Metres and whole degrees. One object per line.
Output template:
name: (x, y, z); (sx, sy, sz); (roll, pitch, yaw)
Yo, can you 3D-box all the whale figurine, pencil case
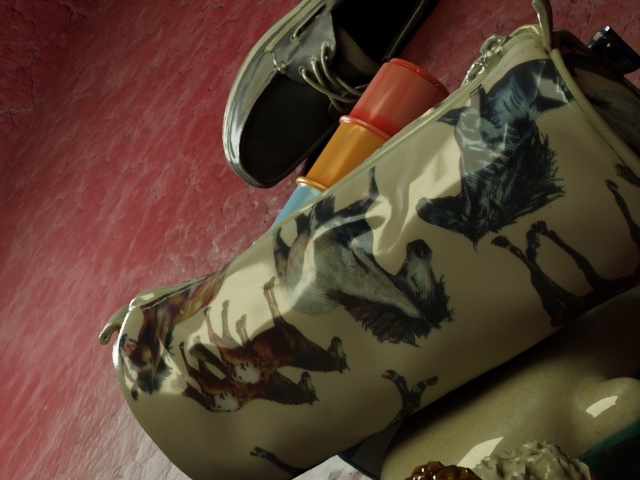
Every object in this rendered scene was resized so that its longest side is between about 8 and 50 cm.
whale figurine: (0.171, 0.127, 1.008); (0.272, 0.141, 0.216); (-39, 9, -22)
pencil case: (0.043, 0.019, 0.993); (0.410, 0.183, 0.160); (-34, -2, 24)

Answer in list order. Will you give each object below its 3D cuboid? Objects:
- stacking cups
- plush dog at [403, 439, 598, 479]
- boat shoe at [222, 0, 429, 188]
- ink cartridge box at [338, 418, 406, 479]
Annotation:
stacking cups: (0.000, 0.000, 1.198); (0.316, 0.096, 0.096); (-57, 22, -5)
plush dog: (0.113, 0.226, 0.753); (0.211, 0.225, 0.262); (-16, 72, 52)
boat shoe: (0.010, -0.217, 1.747); (0.355, 0.132, 0.130); (-58, 22, 0)
ink cartridge box: (0.075, 0.061, 1.249); (0.223, 0.129, 0.307); (-56, 22, 2)
